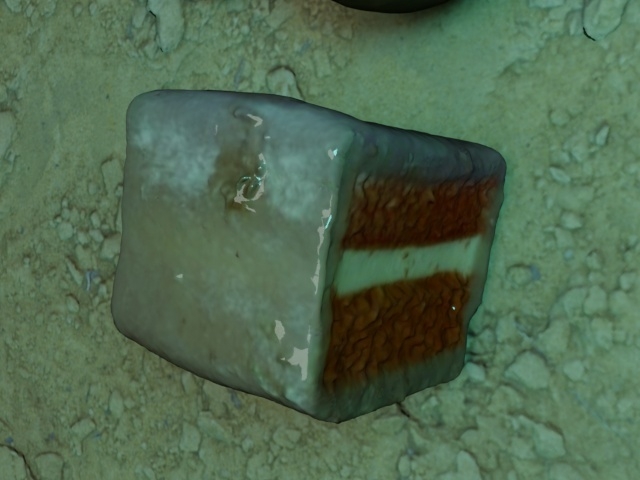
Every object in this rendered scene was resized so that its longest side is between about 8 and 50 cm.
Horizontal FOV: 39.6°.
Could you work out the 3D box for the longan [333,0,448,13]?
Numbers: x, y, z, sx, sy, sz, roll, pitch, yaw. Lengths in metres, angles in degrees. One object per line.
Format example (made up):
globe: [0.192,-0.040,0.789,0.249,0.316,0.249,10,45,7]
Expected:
longan: [0.057,-0.363,0.769,0.318,0.319,0.319,-1,88,32]

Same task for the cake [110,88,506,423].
cake: [0.000,0.000,0.781,0.230,0.308,0.237,18,101,35]
